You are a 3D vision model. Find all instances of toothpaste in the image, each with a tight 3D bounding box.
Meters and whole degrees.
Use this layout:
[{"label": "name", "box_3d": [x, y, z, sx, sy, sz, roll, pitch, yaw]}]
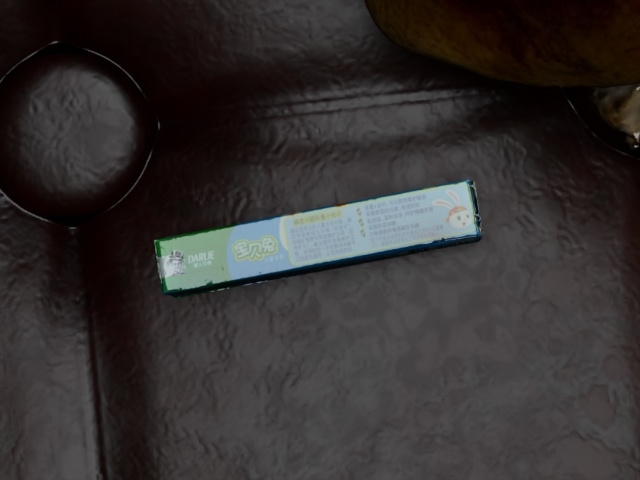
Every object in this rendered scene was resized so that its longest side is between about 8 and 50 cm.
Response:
[{"label": "toothpaste", "box_3d": [0.000, 0.000, 1.557, 0.266, 0.065, 0.050, -11, 87, 4]}]

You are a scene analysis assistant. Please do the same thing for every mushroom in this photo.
[{"label": "mushroom", "box_3d": [0.191, -0.247, 1.504, 0.345, 0.259, 0.346, -9, 63, 19]}]
